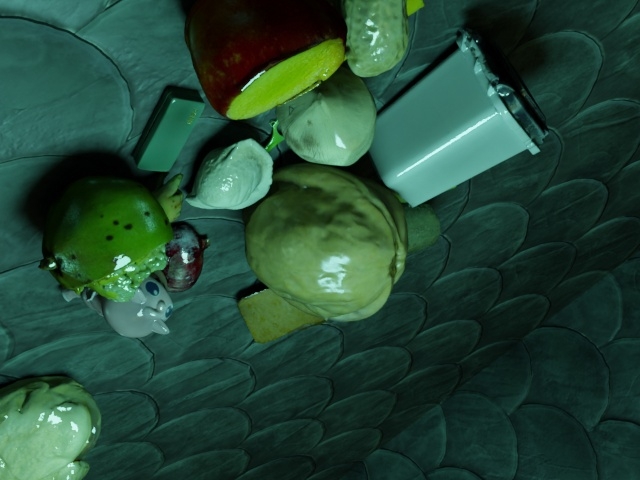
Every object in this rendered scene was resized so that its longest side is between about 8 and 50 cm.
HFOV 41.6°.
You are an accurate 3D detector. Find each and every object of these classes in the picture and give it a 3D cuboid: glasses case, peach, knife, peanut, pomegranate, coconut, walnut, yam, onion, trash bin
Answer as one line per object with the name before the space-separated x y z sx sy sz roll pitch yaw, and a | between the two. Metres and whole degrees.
glasses case | -0.300 -0.216 1.661 0.078 0.039 0.184 3 135 -40
peach | -0.092 -0.347 1.463 0.275 0.248 0.245 -20 108 -5
knife | -0.128 -0.198 1.840 0.166 0.022 0.078 -42 141 17
peanut | 0.093 -0.444 1.496 0.152 0.152 0.313 -15 117 -22
pomegranate | -0.400 -0.026 1.680 0.340 0.260 0.260 -46 161 -37
coconut | 0.011 -0.252 1.714 0.224 0.224 0.224 -21 146 -14
walnut | 0.015 0.001 1.901 0.384 0.383 0.383 -21 146 -14
yam | 0.161 -0.023 2.178 0.268 0.161 0.161 -13 144 -25
onion | -0.318 0.053 1.962 0.151 0.098 0.205 -16 145 -18
trash bin | 0.285 -0.264 1.891 0.368 0.255 0.296 -32 150 19

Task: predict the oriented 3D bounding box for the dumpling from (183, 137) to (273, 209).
dumpling | -0.181 -0.131 1.789 0.167 0.126 0.215 11 114 -37

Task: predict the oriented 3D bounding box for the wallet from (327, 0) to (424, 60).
wallet | 0.078 -0.450 1.626 0.241 0.067 0.141 -34 143 -2

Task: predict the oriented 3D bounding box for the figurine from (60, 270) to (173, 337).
figurine | -0.432 0.112 1.855 0.176 0.287 0.186 51 59 -30

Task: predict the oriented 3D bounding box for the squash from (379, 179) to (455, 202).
squash | 0.234 -0.157 2.101 0.187 0.123 0.123 -18 146 -9

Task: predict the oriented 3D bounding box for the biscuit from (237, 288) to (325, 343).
biscuit | -0.095 0.187 2.292 0.232 0.013 0.236 -20 142 -2

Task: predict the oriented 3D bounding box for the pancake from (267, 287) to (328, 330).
pancake | 0.036 0.119 2.356 0.382 0.071 0.382 -19 145 -14

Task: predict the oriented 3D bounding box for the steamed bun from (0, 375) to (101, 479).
steamed bun | -0.738 0.515 2.126 0.325 0.230 0.372 13 100 -20
